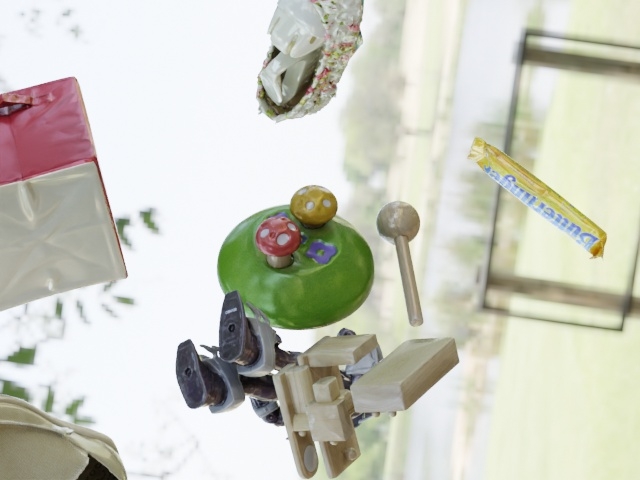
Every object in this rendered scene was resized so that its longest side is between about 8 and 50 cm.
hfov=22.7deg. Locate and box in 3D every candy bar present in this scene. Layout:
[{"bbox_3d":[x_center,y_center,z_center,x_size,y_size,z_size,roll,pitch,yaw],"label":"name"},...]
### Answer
[{"bbox_3d":[0.200,-0.039,1.456,0.018,0.161,0.040,-41,-19,-25],"label":"candy bar"}]

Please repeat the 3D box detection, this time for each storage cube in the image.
[{"bbox_3d":[-0.353,-0.057,1.939,0.193,0.183,0.215,-113,11,-50],"label":"storage cube"}]

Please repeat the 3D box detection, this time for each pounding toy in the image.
[{"bbox_3d":[0.000,0.000,1.797,0.110,0.236,0.183,92,178,-46],"label":"pounding toy"}]

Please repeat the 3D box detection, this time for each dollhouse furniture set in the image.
[{"bbox_3d":[0.049,0.163,1.430,0.144,0.151,0.123,-32,-68,-56],"label":"dollhouse furniture set"}]

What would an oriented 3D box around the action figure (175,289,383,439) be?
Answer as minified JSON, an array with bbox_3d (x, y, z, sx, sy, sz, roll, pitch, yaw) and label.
[{"bbox_3d":[-0.027,0.152,1.761,0.285,0.185,0.099,26,-141,-48],"label":"action figure"}]

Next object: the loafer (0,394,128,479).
[{"bbox_3d":[-0.290,0.230,1.643,0.268,0.092,0.102,19,-77,-50],"label":"loafer"}]

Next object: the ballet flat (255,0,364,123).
[{"bbox_3d":[-0.013,-0.177,1.436,0.077,0.091,0.241,-36,-19,-23],"label":"ballet flat"}]
